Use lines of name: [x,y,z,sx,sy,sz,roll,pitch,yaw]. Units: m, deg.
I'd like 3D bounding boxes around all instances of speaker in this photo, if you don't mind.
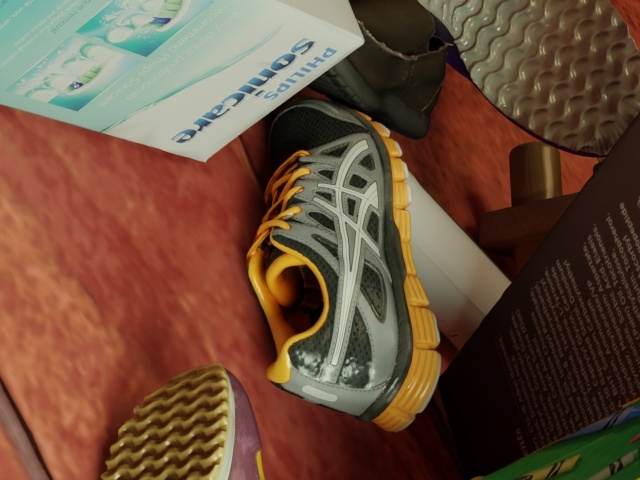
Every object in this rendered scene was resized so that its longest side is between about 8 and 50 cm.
speaker: [0.063,0.008,0.906,0.136,0.055,0.055,45,31,-20]

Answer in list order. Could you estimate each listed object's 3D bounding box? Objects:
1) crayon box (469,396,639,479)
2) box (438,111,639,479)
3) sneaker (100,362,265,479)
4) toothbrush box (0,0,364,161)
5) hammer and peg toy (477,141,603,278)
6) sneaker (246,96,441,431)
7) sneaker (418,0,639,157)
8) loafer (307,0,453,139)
crayon box: [0.133,0.166,0.622,0.165,0.278,0.081,54,31,-7]
box: [0.222,0.033,0.748,0.191,0.381,0.143,-4,58,-22]
sneaker: [-0.042,0.141,0.611,0.084,0.069,0.185,42,37,-42]
toothbrush box: [-0.138,-0.182,0.711,0.295,0.126,0.216,11,51,-52]
hammer and peg toy: [0.317,0.003,1.088,0.361,0.266,0.127,17,67,-48]
sneaker: [0.000,0.000,0.797,0.083,0.084,0.215,11,43,-28]
sneaker: [0.127,-0.156,1.050,0.293,0.102,0.146,44,10,27]
loafer: [0.023,-0.120,0.899,0.080,0.078,0.220,26,3,18]
